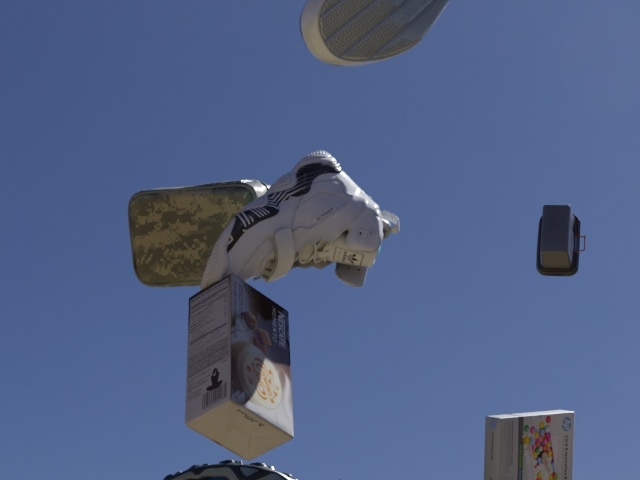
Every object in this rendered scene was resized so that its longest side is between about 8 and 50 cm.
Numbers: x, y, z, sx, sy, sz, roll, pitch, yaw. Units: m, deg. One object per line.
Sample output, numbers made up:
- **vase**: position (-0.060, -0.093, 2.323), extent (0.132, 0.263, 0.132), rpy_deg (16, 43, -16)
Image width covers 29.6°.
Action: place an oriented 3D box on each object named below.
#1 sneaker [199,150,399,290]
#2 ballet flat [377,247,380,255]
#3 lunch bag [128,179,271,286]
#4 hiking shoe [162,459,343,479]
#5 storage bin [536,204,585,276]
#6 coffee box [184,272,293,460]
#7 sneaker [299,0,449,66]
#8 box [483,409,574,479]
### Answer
- **sneaker**: position (-0.026, 0.010, 2.030), extent (0.210, 0.366, 0.137), rpy_deg (36, -36, 13)
- **ballet flat**: position (0.000, 0.000, 2.255), extent (0.247, 0.083, 0.087), rpy_deg (11, 16, 24)
- **lunch bag**: position (-0.211, -0.017, 2.513), extent (0.305, 0.212, 0.256), rpy_deg (-6, 3, 17)
- **hiking shoe**: position (-0.061, 0.351, 1.463), extent (0.304, 0.132, 0.113), rpy_deg (6, -39, 1)
- **storage bin**: position (0.480, -0.006, 2.425), extent (0.098, 0.135, 0.091), rpy_deg (2, -21, 16)
- **coffee box**: position (-0.125, 0.193, 1.869), extent (0.098, 0.246, 0.141), rpy_deg (-31, -50, 26)
- **sneaker**: position (0.059, -0.223, 1.065), extent (0.091, 0.258, 0.094), rpy_deg (0, -60, 46)
- **box**: position (0.358, 0.368, 2.075), extent (0.186, 0.145, 0.038), rpy_deg (3, -1, -38)
